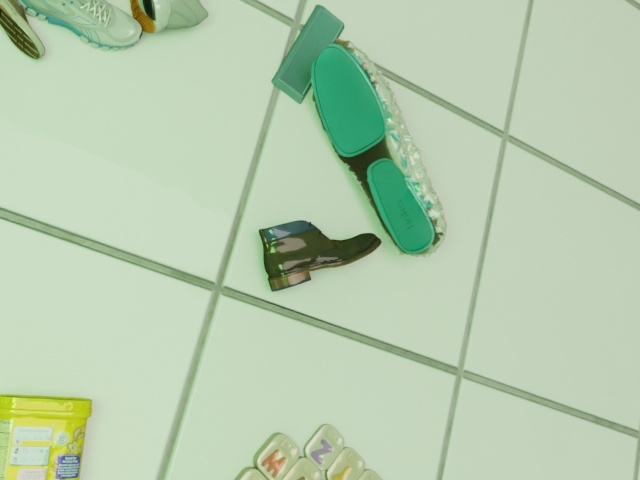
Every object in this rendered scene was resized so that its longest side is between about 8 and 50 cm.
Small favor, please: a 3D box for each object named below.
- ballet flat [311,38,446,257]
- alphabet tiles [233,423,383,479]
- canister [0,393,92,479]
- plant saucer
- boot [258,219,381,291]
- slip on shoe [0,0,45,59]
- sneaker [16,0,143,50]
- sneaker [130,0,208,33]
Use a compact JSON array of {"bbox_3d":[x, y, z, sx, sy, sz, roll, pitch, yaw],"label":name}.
[{"bbox_3d":[0.110,-0.162,1.298,0.147,0.147,0.408,-29,99,-29],"label":"ballet flat"},{"bbox_3d":[-0.019,0.452,1.170,0.284,0.021,0.278,50,64,-13],"label":"alphabet tiles"},{"bbox_3d":[-0.382,0.296,0.974,0.126,0.073,0.169,10,79,-26],"label":"canister"},{"bbox_3d":[-0.018,-0.338,1.304,0.067,0.018,0.192,34,68,-19],"label":"plant saucer"},{"bbox_3d":[0.000,0.000,1.221,0.219,0.082,0.106,-22,95,-27],"label":"boot"},{"bbox_3d":[-0.446,-0.327,1.060,0.135,0.051,0.041,46,52,-7],"label":"slip on shoe"},{"bbox_3d":[-0.356,-0.347,1.089,0.191,0.083,0.071,16,73,-26],"label":"sneaker"},{"bbox_3d":[-0.251,-0.462,1.167,0.121,0.099,0.262,-12,95,-36],"label":"sneaker"}]
